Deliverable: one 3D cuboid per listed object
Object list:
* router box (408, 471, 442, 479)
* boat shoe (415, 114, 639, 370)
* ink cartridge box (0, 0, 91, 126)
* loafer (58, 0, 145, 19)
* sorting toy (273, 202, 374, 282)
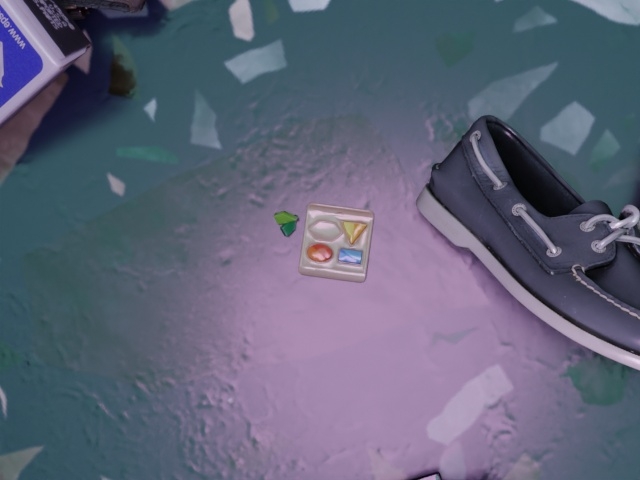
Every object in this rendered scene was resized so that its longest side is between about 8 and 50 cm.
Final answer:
[{"bbox_3d":[0.061,0.293,1.625,0.133,0.046,0.179,-18,87,2],"label":"router box"},{"bbox_3d":[0.194,0.004,1.521,0.319,0.116,0.099,41,108,46],"label":"boat shoe"},{"bbox_3d":[-0.381,-0.187,1.619,0.307,0.072,0.303,-35,94,34],"label":"ink cartridge box"},{"bbox_3d":[-0.268,-0.218,1.652,0.268,0.096,0.084,14,108,11],"label":"loafer"},{"bbox_3d":[0.000,0.000,1.656,0.083,0.012,0.062,8,89,3],"label":"sorting toy"}]
